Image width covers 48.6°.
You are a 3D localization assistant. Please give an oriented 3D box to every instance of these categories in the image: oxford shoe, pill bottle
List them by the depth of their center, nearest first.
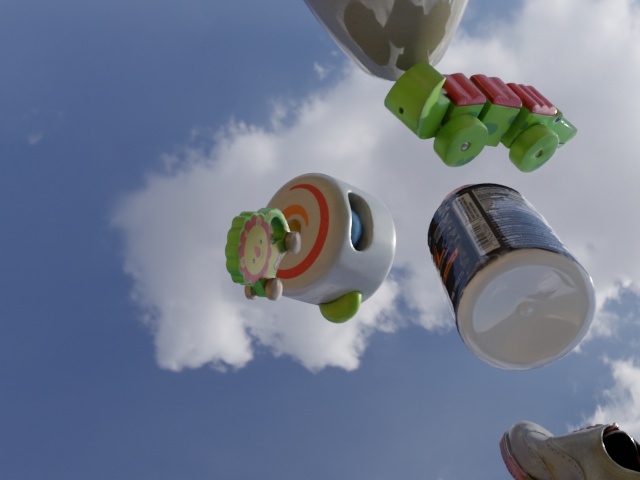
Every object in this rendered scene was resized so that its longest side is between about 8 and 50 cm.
[{"bbox_3d":[0.186,0.019,0.750,0.131,0.130,0.245,-26,-159,10],"label":"pill bottle"},{"bbox_3d":[0.334,0.277,0.860,0.123,0.348,0.130,19,-88,-14],"label":"oxford shoe"}]

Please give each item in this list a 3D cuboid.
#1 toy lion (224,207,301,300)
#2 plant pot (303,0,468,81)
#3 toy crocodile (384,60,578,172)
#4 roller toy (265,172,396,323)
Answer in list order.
[{"bbox_3d":[-0.060,0.006,0.692,0.034,0.096,0.100,2,-132,24],"label":"toy lion"},{"bbox_3d":[0.077,-0.318,0.804,0.257,0.274,0.256,-6,-118,11],"label":"plant pot"},{"bbox_3d":[0.214,-0.163,0.902,0.115,0.341,0.105,58,-46,35],"label":"toy crocodile"},{"bbox_3d":[0.000,0.000,1.064,0.209,0.146,0.191,39,-75,46],"label":"roller toy"}]
